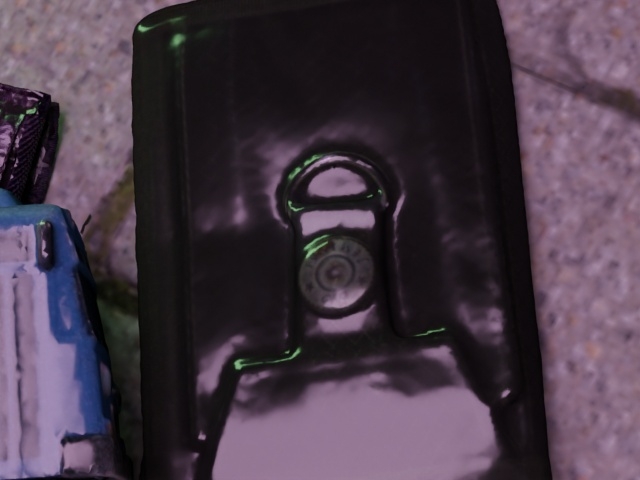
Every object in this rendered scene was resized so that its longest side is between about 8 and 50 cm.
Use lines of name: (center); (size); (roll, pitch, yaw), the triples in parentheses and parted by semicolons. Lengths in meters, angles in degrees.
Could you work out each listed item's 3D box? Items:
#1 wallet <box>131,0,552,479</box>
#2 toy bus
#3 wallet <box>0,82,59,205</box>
wallet: (0.000, 0.000, 0.651); (0.169, 0.052, 0.245); (-9, 69, 14)
toy bus: (-0.194, 0.052, 0.624); (0.234, 0.116, 0.133); (-4, 78, -5)
wallet: (-0.189, 0.004, 0.725); (0.111, 0.030, 0.165); (11, 79, 22)
